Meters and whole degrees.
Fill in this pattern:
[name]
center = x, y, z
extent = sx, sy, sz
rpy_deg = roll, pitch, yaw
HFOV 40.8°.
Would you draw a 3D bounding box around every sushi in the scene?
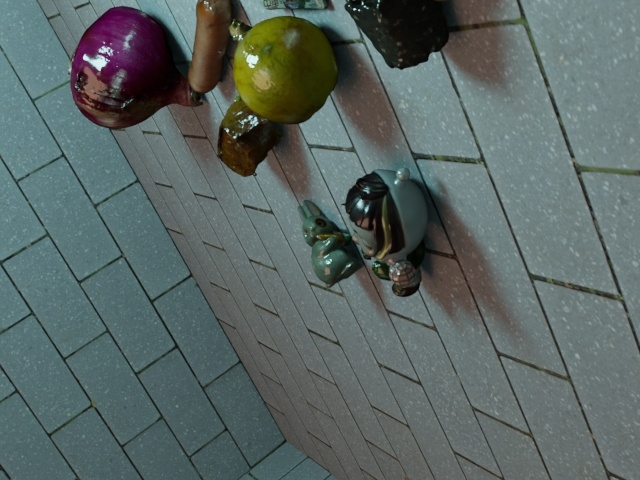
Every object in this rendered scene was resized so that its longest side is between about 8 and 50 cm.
[sushi]
center = -0.185, -0.275, 2.192
extent = 0.166, 0.179, 0.296
rpy_deg = 33, 158, 9

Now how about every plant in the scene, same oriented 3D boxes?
[plant]
center = 0.118, -0.379, 1.372
extent = 0.132, 0.129, 0.194
rpy_deg = 20, 143, 57

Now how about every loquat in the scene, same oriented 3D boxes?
[loquat]
center = -0.085, -0.352, 1.724
extent = 0.246, 0.213, 0.213
rpy_deg = 38, 163, -13

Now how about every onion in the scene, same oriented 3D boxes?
[onion]
center = -0.515, -0.470, 2.461
extent = 0.385, 0.348, 0.348
rpy_deg = 19, 163, -12

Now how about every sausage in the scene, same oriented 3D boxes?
[sausage]
center = -0.274, -0.485, 2.137
extent = 0.094, 0.094, 0.419
rpy_deg = 25, 158, -3

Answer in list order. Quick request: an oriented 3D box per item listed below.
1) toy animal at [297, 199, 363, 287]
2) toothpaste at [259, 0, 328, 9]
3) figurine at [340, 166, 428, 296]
[toy animal]
center = 0.001, 0.004, 2.227
extent = 0.236, 0.138, 0.108
rpy_deg = 48, -168, 9
[toothpaste]
center = -0.062, -0.489, 1.736
extent = 0.233, 0.038, 0.060
rpy_deg = 17, 139, 55
[figurine]
center = 0.151, -0.014, 1.822
extent = 0.370, 0.167, 0.281
rpy_deg = 70, 175, -53
